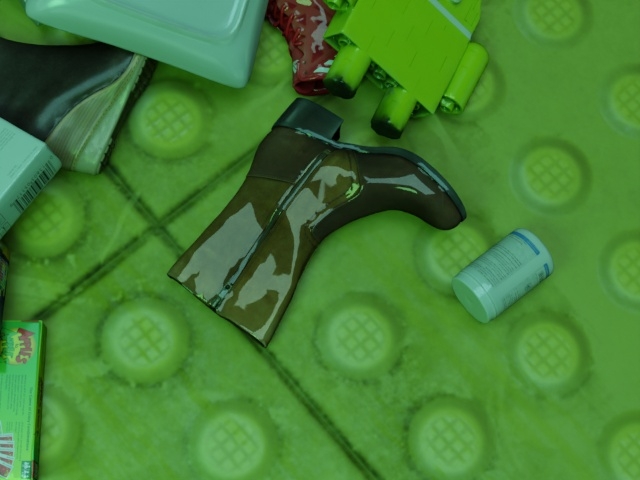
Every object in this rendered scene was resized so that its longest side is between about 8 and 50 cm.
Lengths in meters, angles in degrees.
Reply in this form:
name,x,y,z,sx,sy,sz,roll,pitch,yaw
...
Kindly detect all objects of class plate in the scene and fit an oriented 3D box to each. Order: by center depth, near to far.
name,x,y,z,sx,sy,sz,roll,pitch,yaw
plate,-0.173,-0.349,1.415,0.277,0.045,0.278,17,84,-20

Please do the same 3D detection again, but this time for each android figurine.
name,x,y,z,sx,sy,sz,roll,pitch,yaw
android figurine,0.108,-0.268,1.486,0.248,0.056,0.273,40,68,-27

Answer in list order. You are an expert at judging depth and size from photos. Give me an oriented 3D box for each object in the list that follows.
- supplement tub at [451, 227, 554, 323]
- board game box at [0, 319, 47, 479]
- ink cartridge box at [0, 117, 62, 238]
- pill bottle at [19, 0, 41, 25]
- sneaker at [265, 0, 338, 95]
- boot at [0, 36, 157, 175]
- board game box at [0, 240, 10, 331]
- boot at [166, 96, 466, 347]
name,x,y,z,sx,sy,sz,roll,pitch,yaw
supplement tub,0.217,0.041,1.442,0.107,0.071,0.071,-35,79,-14
board game box,-0.362,0.182,1.364,0.092,0.043,0.181,1,74,-5
ink cartridge box,-0.440,-0.077,1.373,0.232,0.066,0.189,28,72,26
pill bottle,-0.313,-0.318,1.504,0.120,0.067,0.067,-35,80,-13
sneaker,-0.032,-0.263,1.504,0.221,0.087,0.128,27,72,4
boot,-0.316,-0.216,1.461,0.207,0.090,0.248,24,77,0
board game box,-0.440,0.073,1.354,0.170,0.048,0.141,-5,62,9
boot,0.000,0.000,1.423,0.264,0.096,0.280,31,74,4
